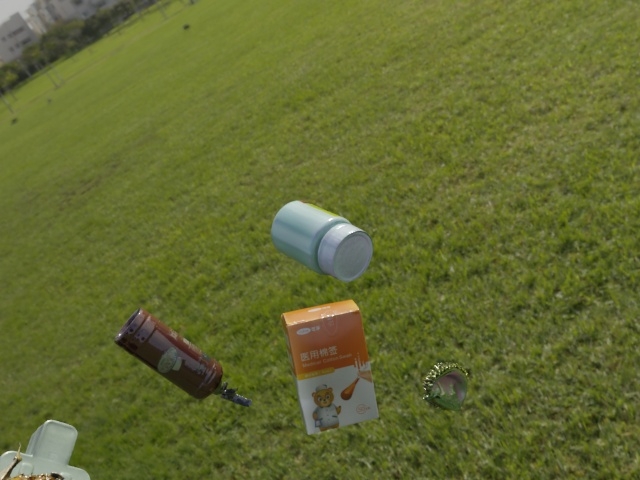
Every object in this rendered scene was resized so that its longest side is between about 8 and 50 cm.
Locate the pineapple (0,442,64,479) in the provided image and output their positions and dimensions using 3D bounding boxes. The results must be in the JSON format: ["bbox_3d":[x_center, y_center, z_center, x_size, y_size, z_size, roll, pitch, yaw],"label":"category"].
[{"bbox_3d":[-0.590,0.499,1.116,0.161,0.158,0.334,-35,3,15],"label":"pineapple"}]

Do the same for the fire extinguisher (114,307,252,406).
[{"bbox_3d":[-0.310,0.294,1.392,0.138,0.344,0.102,-28,27,53],"label":"fire extinguisher"}]

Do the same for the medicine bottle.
[{"bbox_3d":[0.000,0.000,1.358,0.139,0.139,0.225,-42,41,-21],"label":"medicine bottle"}]

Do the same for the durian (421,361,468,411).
[{"bbox_3d":[0.336,0.402,1.655,0.096,0.221,0.137,14,77,36],"label":"durian"}]

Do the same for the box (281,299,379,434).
[{"bbox_3d":[0.026,0.362,1.734,0.225,0.341,0.143,-11,6,-9],"label":"box"}]

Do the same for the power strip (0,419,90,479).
[{"bbox_3d":[-0.705,0.597,1.466,0.141,0.230,0.261,-38,35,32],"label":"power strip"}]
